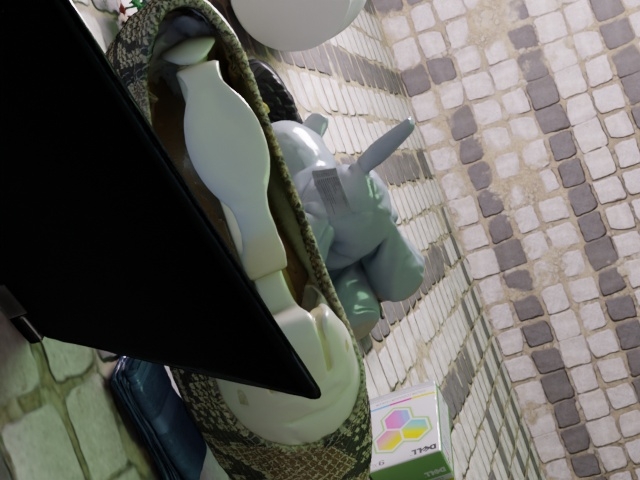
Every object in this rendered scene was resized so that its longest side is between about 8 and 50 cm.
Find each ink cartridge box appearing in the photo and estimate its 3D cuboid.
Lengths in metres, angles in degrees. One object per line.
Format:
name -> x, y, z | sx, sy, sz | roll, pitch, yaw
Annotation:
ink cartridge box -> 0.126, 0.296, 1.503 | 0.209, 0.109, 0.062 | -86, 152, -57

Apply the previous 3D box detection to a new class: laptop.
laptop -> -0.182, -0.132, 0.677 | 0.408, 0.236, 0.382 | -91, 157, -52

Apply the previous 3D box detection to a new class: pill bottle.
pill bottle -> -0.030, -0.441, 1.673 | 0.407, 0.229, 0.229 | -83, 150, -61

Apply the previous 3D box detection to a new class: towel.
towel -> -0.135, 0.146, 0.896 | 0.067, 0.029, 0.119 | -76, 143, -66

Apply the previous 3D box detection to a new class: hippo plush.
hippo plush -> -0.033, -0.030, 1.273 | 0.236, 0.234, 0.294 | 43, -23, 40

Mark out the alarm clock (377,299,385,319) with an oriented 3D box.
alarm clock -> 0.066, 0.029, 1.730 | 0.192, 0.064, 0.129 | -90, 155, -48

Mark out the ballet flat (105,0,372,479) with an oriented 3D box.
ballet flat -> -0.064, 0.019, 0.896 | 0.482, 0.164, 0.182 | 70, -19, 2

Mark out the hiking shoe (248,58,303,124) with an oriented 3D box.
hiking shoe -> -0.069, -0.165, 1.494 | 0.114, 0.086, 0.227 | -114, 180, -52

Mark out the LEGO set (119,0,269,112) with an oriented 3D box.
LEGO set -> -0.163, -0.203, 1.198 | 0.287, 0.107, 0.132 | 57, -16, -27
